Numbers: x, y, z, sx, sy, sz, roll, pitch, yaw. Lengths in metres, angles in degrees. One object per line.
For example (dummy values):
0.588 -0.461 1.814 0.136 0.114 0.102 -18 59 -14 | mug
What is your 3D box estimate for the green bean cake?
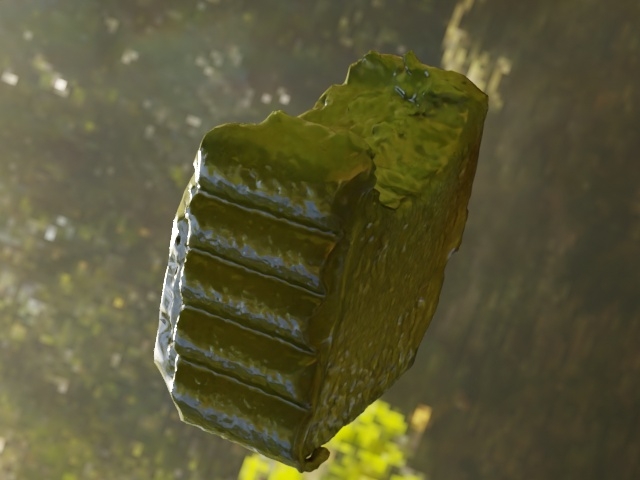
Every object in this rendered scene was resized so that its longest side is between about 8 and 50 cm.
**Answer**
0.000 0.000 1.199 0.124 0.233 0.236 21 -158 19 | green bean cake
